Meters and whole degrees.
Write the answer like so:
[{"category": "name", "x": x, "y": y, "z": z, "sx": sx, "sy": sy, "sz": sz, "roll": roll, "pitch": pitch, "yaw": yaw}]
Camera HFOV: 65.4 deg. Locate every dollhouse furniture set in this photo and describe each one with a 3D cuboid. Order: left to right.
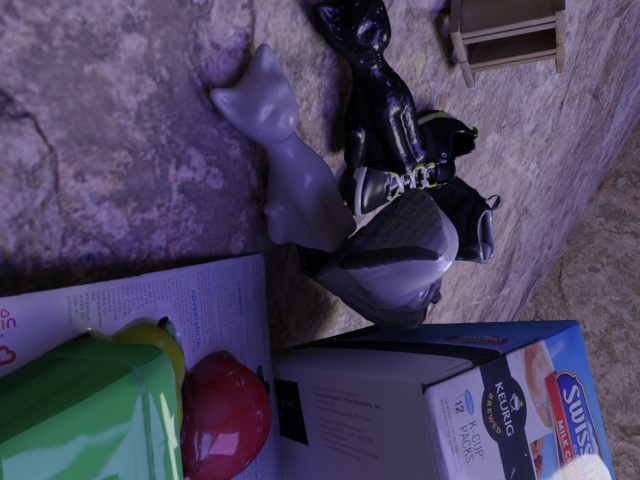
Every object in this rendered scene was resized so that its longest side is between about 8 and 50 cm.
[{"category": "dollhouse furniture set", "x": 0.250, "y": -0.323, "z": 0.658, "sx": 0.129, "sy": 0.129, "sz": 0.183, "roll": 34, "pitch": 58, "yaw": -60}]

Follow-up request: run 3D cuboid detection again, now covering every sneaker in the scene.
[{"category": "sneaker", "x": 0.084, "y": 0.035, "z": 0.536, "sx": 0.111, "sy": 0.129, "sz": 0.297, "roll": -45, "pitch": 179, "yaw": -12}, {"category": "sneaker", "x": 0.131, "y": -0.105, "z": 0.662, "sx": 0.235, "sy": 0.097, "sz": 0.084, "roll": -42, "pitch": 145, "yaw": -27}, {"category": "sneaker", "x": 0.179, "y": 0.023, "z": 0.790, "sx": 0.101, "sy": 0.153, "sz": 0.268, "roll": 1, "pitch": 115, "yaw": -55}]

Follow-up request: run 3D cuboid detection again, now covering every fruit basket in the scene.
[{"category": "fruit basket", "x": -0.140, "y": 0.187, "z": 0.431, "sx": 0.353, "sy": 0.165, "sz": 0.327, "roll": -13, "pitch": 98, "yaw": -69}]

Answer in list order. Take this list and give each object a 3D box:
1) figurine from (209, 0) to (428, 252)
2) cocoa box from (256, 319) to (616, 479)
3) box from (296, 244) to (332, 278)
[{"category": "figurine", "x": 0.006, "y": -0.120, "z": 0.495, "sx": 0.215, "sy": 0.092, "sz": 0.209, "roll": -46, "pitch": 139, "yaw": -20}, {"category": "cocoa box", "x": 0.103, "y": 0.225, "z": 0.572, "sx": 0.228, "sy": 0.347, "sz": 0.231, "roll": -9, "pitch": 86, "yaw": -33}, {"category": "box", "x": 0.000, "y": 0.000, "z": 0.641, "sx": 0.067, "sy": 0.018, "sz": 0.083, "roll": -42, "pitch": 146, "yaw": -26}]
